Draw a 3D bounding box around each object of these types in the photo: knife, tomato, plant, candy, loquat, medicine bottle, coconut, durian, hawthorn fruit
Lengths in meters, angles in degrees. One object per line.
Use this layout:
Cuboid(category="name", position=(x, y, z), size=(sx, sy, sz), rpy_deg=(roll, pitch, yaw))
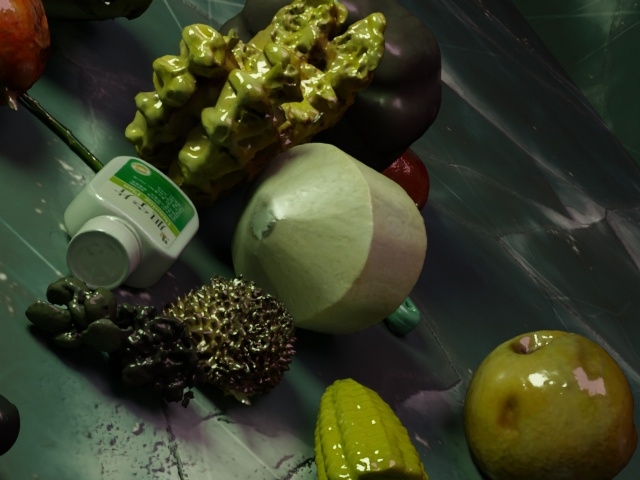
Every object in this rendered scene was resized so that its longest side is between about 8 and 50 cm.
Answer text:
Cuboid(category="knife", position=(0.059, 0.025, 1.794), size=(0.063, 0.034, 0.260), rpy_deg=(24, 25, -46))
Cuboid(category="tomato", position=(0.110, -0.115, 2.074), size=(0.155, 0.069, 0.155), rpy_deg=(36, 22, -17))
Cuboid(category="plant", position=(-0.178, 0.086, 1.232), size=(0.174, 0.087, 0.085), rpy_deg=(30, 50, -18))
Cuboid(category="candy", position=(0.042, 0.202, 1.364), size=(0.106, 0.094, 0.199), rpy_deg=(26, 21, -22))
Cuboid(category="loquat", position=(0.265, 0.209, 1.603), size=(0.213, 0.213, 0.213), rpy_deg=(35, 23, -18))
Cuboid(category="medicine bottle", position=(-0.195, -0.013, 1.384), size=(0.119, 0.069, 0.183), rpy_deg=(42, 23, -6))
Cuboid(category="coconut", position=(0.000, 0.000, 1.514), size=(0.222, 0.202, 0.202), rpy_deg=(22, 29, -51))
Cuboid(category="durian", position=(-0.076, 0.093, 1.361), size=(0.148, 0.091, 0.188), rpy_deg=(31, 27, -26))
Cuboid(category="hawthorn fruit", position=(-0.360, -0.221, 1.396), size=(0.173, 0.173, 0.179), rpy_deg=(-80, 146, -64))

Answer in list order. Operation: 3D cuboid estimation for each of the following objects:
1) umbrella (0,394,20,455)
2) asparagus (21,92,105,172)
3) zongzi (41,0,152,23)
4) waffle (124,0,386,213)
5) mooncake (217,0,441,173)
Cuboid(category="umbrella", position=(-0.325, 0.126, 0.882), size=(0.106, 0.113, 0.357), rpy_deg=(46, 16, 18))
Cuboid(category="asparagus", position=(-0.294, -0.130, 1.501), size=(0.163, 0.016, 0.016), rpy_deg=(44, 41, 0))
Cuboid(category="zongzi", position=(-0.376, -0.339, 1.602), size=(0.360, 0.160, 0.323), rpy_deg=(3, 4, -13))
Cuboid(category="waffle", position=(-0.076, -0.163, 1.580), size=(0.151, 0.261, 0.324), rpy_deg=(48, 35, 10))
Cuboid(category="mooncake", position=(0.003, -0.216, 1.808), size=(0.306, 0.306, 0.154), rpy_deg=(44, 31, 5))
